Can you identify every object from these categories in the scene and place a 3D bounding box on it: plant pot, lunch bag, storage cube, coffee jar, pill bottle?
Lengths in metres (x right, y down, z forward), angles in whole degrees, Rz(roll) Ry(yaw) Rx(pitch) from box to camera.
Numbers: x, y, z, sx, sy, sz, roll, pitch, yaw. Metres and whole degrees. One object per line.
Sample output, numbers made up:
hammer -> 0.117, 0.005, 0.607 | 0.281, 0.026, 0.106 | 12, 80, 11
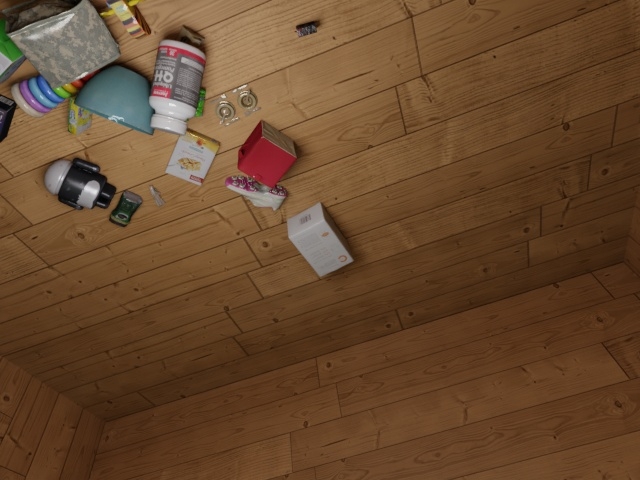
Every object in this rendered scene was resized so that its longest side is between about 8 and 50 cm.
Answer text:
plant pot -> -0.770, -0.559, 1.604 | 0.291, 0.290, 0.195 | 19, 93, -23
lunch bag -> -0.881, -0.710, 1.433 | 0.287, 0.168, 0.235 | -25, 154, -7
storage cube -> -0.244, -0.389, 1.859 | 0.215, 0.183, 0.193 | 29, 119, -28
coffee jar -> -0.955, -0.150, 2.012 | 0.096, 0.079, 0.184 | 28, 119, -31
pill bottle -> -0.553, -0.575, 1.574 | 0.177, 0.176, 0.317 | 11, 94, -17

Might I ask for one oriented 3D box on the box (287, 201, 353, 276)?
box -> 0.000, 0.000, 2.232 | 0.215, 0.168, 0.345 | -27, 128, 12

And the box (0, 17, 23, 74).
box -> -1.158, -0.645, 1.451 | 0.231, 0.261, 0.127 | -34, 127, 17

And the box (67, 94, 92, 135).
box -> -0.972, -0.527, 1.671 | 0.043, 0.105, 0.179 | 28, 126, -9

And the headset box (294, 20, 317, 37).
headset box -> -0.060, -0.824, 1.607 | 0.084, 0.062, 0.032 | -13, 129, 3

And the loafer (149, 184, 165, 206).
loafer -> -0.797, -0.222, 2.008 | 0.039, 0.045, 0.125 | -21, 138, -13

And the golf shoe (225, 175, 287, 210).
golf shoe -> -0.326, -0.225, 2.033 | 0.307, 0.115, 0.140 | 14, 129, -18

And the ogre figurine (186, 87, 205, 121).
ogre figurine -> -0.573, -0.564, 1.715 | 0.197, 0.097, 0.118 | -24, 132, -26

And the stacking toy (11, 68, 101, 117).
stacking toy -> -1.010, -0.612, 1.598 | 0.331, 0.141, 0.141 | -26, 129, 5

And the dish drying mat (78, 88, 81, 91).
dish drying mat -> -0.938, -0.612, 1.678 | 0.084, 0.008, 0.032 | -14, 131, 4

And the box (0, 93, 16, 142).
box -> -1.383, -0.524, 1.623 | 0.262, 0.103, 0.184 | 26, 124, -27

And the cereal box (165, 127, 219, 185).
cereal box -> -0.591, -0.383, 1.897 | 0.173, 0.047, 0.240 | 20, 124, -23

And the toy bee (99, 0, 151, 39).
toy bee -> -0.718, -0.837, 1.429 | 0.195, 0.162, 0.298 | -35, 126, 22

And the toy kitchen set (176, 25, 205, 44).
toy kitchen set -> -0.497, -0.762, 1.589 | 0.075, 0.083, 0.068 | -50, 161, 28

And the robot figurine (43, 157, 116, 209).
robot figurine -> -1.081, -0.249, 1.855 | 0.278, 0.174, 0.208 | 25, 78, -27

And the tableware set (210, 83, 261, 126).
tableware set -> -0.365, -0.577, 1.778 | 0.194, 0.039, 0.128 | -22, 129, 10
